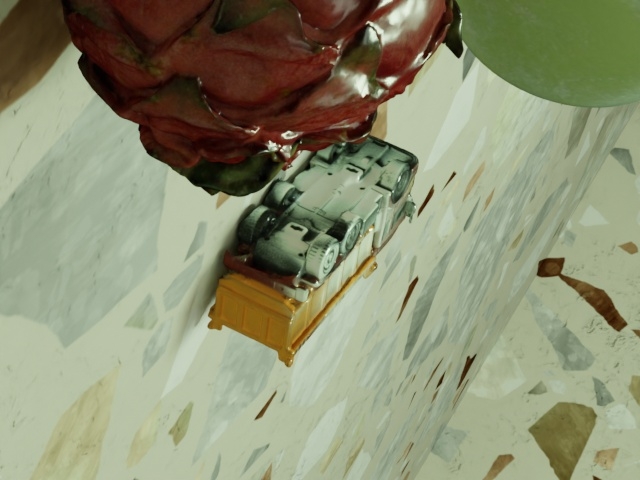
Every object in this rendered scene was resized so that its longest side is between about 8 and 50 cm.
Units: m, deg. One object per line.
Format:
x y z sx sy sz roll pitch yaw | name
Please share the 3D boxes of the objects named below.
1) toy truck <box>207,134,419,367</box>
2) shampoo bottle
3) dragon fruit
0.000 0.000 1.520 0.270 0.114 0.135 -47 155 -44 | toy truck
0.293 -0.324 1.528 0.322 0.322 0.317 90 23 -60 | shampoo bottle
-0.036 -0.168 0.877 0.244 0.244 0.299 -51 152 -36 | dragon fruit
